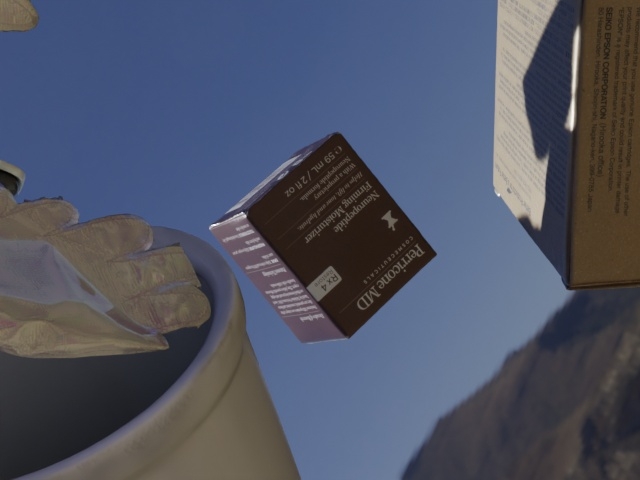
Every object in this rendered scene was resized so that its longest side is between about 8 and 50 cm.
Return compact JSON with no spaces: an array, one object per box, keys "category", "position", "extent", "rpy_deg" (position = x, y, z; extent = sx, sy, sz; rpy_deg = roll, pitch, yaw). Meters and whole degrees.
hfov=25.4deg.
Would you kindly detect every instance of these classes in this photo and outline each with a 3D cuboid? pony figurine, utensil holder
[{"category":"pony figurine","position":[-0.257,-0.050,0.751],"extent":[0.351,0.363,0.303],"rpy_deg":[-11,-97,-54]},{"category":"utensil holder","position":[-0.166,0.236,1.134],"extent":[0.328,0.327,0.386],"rpy_deg":[-52,-46,-44]}]

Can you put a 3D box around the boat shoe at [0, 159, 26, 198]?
[{"category":"boat shoe","position":[-0.333,-0.018,1.298],"extent":[0.233,0.084,0.079],"rpy_deg":[-27,50,52]}]

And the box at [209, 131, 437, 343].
[{"category":"box","position":[0.000,0.000,1.793],"extent":[0.168,0.203,0.167],"rpy_deg":[-43,9,-20]}]

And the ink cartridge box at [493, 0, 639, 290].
[{"category":"ink cartridge box","position":[0.185,-0.096,0.982],"extent":[0.235,0.088,0.193],"rpy_deg":[-108,15,-70]}]
